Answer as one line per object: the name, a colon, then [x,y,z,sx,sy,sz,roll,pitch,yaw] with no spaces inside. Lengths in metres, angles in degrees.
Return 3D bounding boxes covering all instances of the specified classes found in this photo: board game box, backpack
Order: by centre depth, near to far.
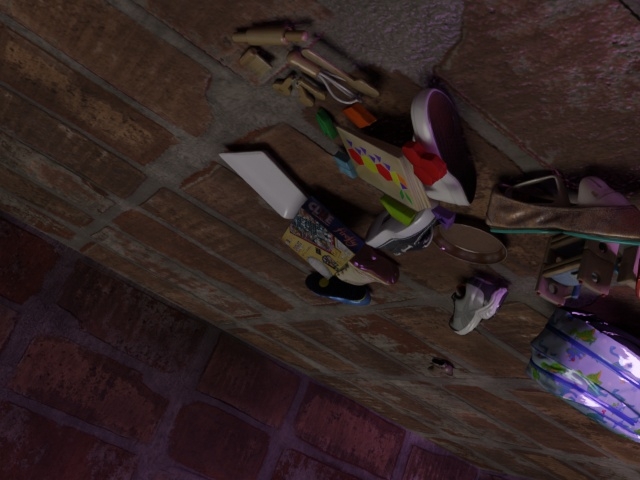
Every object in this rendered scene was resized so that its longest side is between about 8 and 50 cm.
backpack: [0.649,0.301,1.507,0.355,0.273,0.290,47,-175,-20]
board game box: [0.000,0.000,1.582,0.165,0.042,0.243,41,158,0]

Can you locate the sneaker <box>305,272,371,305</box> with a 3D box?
sneaker: [0.053,0.155,1.989,0.209,0.069,0.082,13,160,24]

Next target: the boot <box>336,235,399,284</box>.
boot: [0.082,0.054,1.725,0.213,0.077,0.165,34,158,-25]

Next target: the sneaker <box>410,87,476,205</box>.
sneaker: [0.177,-0.146,1.122,0.123,0.106,0.290,8,155,28]

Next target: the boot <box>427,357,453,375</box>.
boot: [0.415,0.445,2.338,0.118,0.042,0.087,1,143,42]

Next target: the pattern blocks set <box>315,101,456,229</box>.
pattern blocks set: [0.113,-0.130,1.166,0.325,0.026,0.285,39,165,35]

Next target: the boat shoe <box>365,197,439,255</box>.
boat shoe: [0.192,-0.025,1.389,0.102,0.108,0.301,27,160,-10]

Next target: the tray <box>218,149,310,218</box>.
tray: [-0.103,-0.132,1.537,0.145,0.030,0.270,3,150,39]

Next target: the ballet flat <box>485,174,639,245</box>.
ballet flat: [0.411,-0.055,1.094,0.107,0.106,0.316,-4,-172,-44]

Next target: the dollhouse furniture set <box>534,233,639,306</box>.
dollhouse furniture set: [0.531,0.074,1.245,0.183,0.129,0.129,28,158,-11]

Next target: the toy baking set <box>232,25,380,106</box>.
toy baking set: [-0.026,-0.291,1.104,0.256,0.030,0.196,11,162,43]

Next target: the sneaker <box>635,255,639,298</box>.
sneaker: [0.599,0.027,1.084,0.128,0.087,0.221,11,140,22]

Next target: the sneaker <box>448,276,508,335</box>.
sneaker: [0.376,0.157,1.660,0.108,0.100,0.271,35,156,8]

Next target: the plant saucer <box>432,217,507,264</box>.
plant saucer: [0.320,-0.002,1.417,0.168,0.029,0.168,20,159,8]
